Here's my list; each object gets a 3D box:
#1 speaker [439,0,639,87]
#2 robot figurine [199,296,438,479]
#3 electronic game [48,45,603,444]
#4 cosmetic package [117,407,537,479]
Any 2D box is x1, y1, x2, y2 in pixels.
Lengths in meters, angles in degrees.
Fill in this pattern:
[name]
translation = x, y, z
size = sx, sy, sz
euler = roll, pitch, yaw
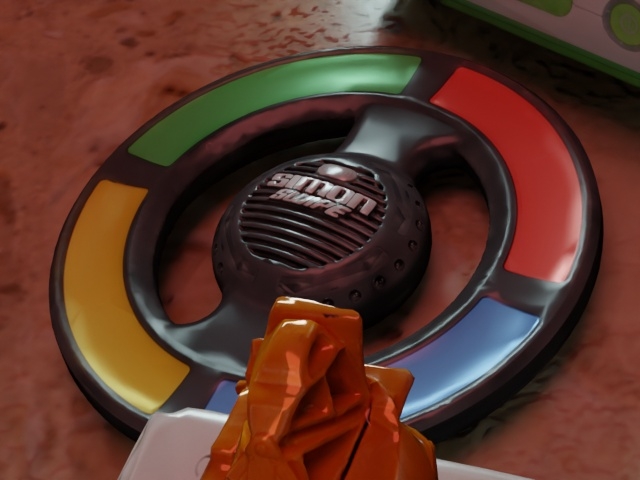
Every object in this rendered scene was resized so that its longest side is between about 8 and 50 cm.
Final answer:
[speaker]
translation = 0.139, -0.129, 0.709
size = 0.296, 0.131, 0.131
euler = 29, 61, 36
[robot figurine]
translation = 0.006, 0.149, 0.291
size = 0.211, 0.085, 0.291
euler = 6, 51, 21
[electronic game]
translation = 0.000, 0.000, 0.678
size = 0.229, 0.048, 0.229
euler = -8, 45, 8
[cosmetic package]
translation = 0.108, 0.195, 0.383
size = 0.385, 0.156, 0.217
euler = 7, 51, 22
